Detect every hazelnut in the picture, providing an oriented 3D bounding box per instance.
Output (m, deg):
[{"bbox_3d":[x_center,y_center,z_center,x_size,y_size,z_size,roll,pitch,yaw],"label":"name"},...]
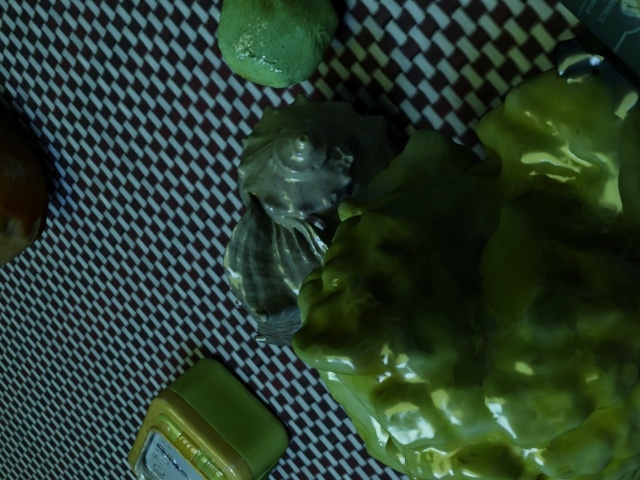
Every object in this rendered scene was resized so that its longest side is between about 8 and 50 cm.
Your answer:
[{"bbox_3d":[-0.372,-0.055,1.500,0.182,0.182,0.182,31,142,28],"label":"hazelnut"}]

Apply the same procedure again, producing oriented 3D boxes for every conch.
[{"bbox_3d":[0.000,0.000,1.090,0.163,0.178,0.245,45,166,23],"label":"conch"}]

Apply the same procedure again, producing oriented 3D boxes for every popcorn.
[{"bbox_3d":[0.113,0.050,0.919,0.293,0.293,0.237,37,175,21],"label":"popcorn"}]

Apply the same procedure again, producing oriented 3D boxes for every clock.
[{"bbox_3d":[-0.127,0.232,1.530,0.143,0.096,0.202,41,147,10],"label":"clock"}]

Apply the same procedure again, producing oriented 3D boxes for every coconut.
[{"bbox_3d":[-0.031,-0.163,1.041,0.088,0.096,0.088,20,174,2],"label":"coconut"}]

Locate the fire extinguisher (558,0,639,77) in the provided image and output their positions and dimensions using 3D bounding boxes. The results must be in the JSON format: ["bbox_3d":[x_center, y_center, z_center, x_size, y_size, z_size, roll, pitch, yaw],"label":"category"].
[{"bbox_3d":[0.163,-0.166,0.785,0.311,0.095,0.114,44,132,10],"label":"fire extinguisher"}]
